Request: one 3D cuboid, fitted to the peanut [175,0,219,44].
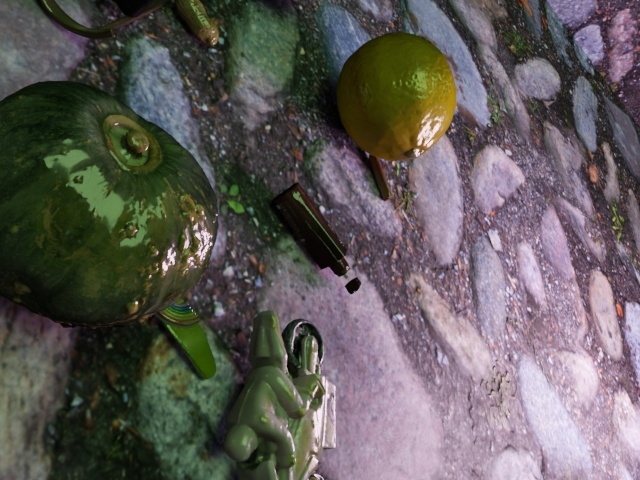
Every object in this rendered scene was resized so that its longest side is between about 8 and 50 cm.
[{"bbox_3d":[-0.237,-0.427,1.317,0.113,0.054,0.054,55,40,-13],"label":"peanut"}]

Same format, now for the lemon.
[{"bbox_3d":[0.168,-0.319,1.519,0.293,0.293,0.292,24,53,-37],"label":"lemon"}]

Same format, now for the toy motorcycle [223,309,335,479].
[{"bbox_3d":[-0.063,0.281,1.066,0.223,0.108,0.340,20,63,-46],"label":"toy motorcycle"}]

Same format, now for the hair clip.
[{"bbox_3d":[-0.215,0.131,1.045,0.188,0.033,0.060,58,41,-5],"label":"hair clip"}]

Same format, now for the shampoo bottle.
[{"bbox_3d":[0.001,0.000,1.319,0.236,0.067,0.068,53,32,-11],"label":"shampoo bottle"}]

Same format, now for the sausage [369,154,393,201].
[{"bbox_3d":[0.139,-0.147,1.579,0.026,0.026,0.116,-7,74,-48],"label":"sausage"}]

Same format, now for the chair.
[{"bbox_3d":[-0.333,-0.470,1.146,0.188,0.166,0.272,50,41,-15],"label":"chair"}]

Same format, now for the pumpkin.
[{"bbox_3d":[-0.296,-0.033,0.876,0.328,0.257,0.291,43,31,-12],"label":"pumpkin"}]
